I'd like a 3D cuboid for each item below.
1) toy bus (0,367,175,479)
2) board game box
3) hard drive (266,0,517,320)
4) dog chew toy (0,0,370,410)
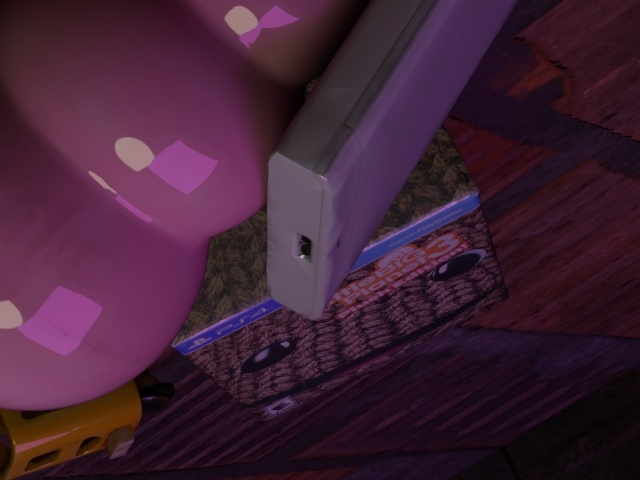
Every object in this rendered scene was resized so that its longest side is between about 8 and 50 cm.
[{"bbox_3d":[-0.190,0.130,1.419,0.202,0.104,0.191,-32,160,16],"label":"toy bus"},{"bbox_3d":[0.000,0.000,1.269,0.232,0.141,0.291,-27,161,3],"label":"board game box"},{"bbox_3d":[0.064,-0.119,0.941,0.307,0.040,0.203,-57,170,-20],"label":"hard drive"},{"bbox_3d":[-0.104,-0.067,0.897,0.332,0.206,0.206,-46,156,12],"label":"dog chew toy"}]
